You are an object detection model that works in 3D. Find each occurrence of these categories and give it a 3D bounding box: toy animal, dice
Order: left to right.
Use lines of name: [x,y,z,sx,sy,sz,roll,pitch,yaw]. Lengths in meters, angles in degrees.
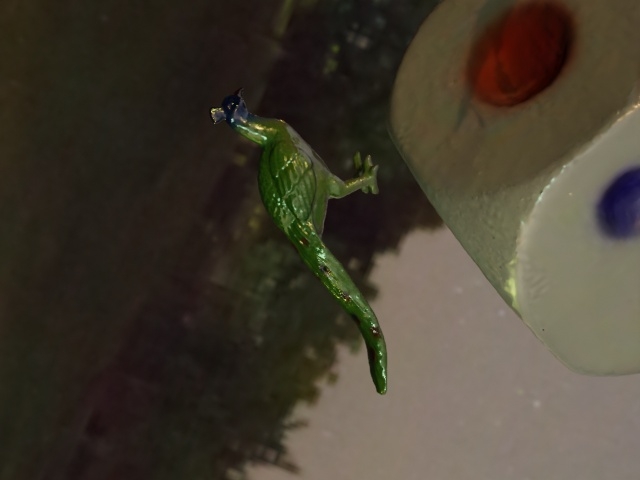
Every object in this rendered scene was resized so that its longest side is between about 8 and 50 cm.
toy animal: [0.013,-0.010,0.985,0.075,0.217,0.041,-33,-171,-12]
dice: [0.213,-0.069,1.197,0.243,0.251,0.259,-40,-142,7]
